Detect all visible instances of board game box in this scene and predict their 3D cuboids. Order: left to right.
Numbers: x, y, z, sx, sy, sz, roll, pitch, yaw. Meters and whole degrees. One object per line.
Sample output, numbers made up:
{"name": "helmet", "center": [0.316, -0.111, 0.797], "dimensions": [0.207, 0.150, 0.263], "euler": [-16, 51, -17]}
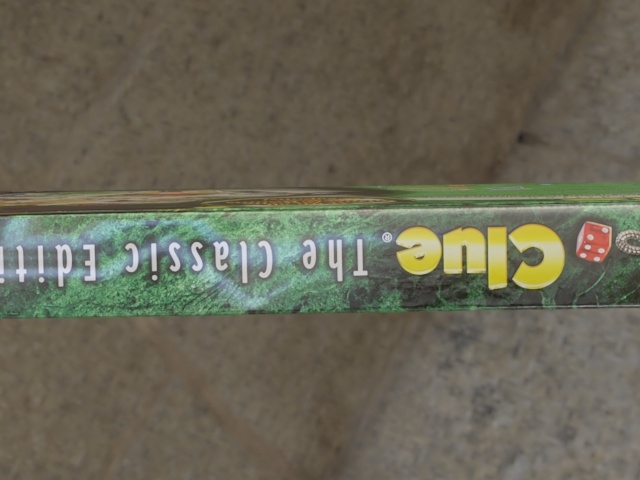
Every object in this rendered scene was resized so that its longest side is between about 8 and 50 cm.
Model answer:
{"name": "board game box", "center": [0.000, 0.000, 0.407], "dimensions": [0.136, 0.260, 0.030], "euler": [-32, 121, -87]}
